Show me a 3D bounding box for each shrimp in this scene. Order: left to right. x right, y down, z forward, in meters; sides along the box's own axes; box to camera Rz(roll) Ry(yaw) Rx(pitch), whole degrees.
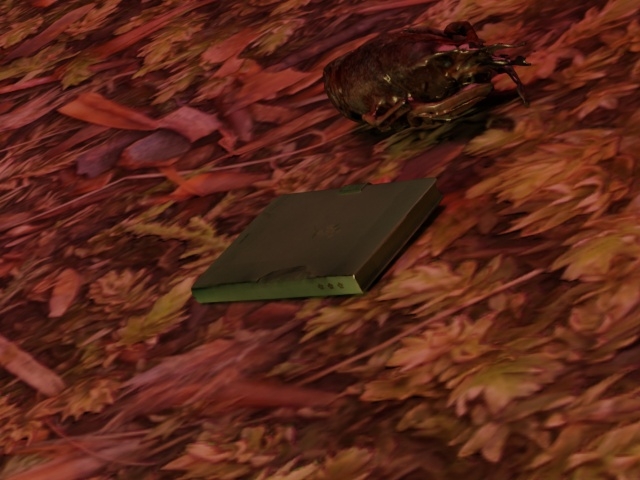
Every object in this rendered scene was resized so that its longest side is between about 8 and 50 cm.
[{"bbox_3d":[0.069,-0.104,1.247,0.190,0.073,0.074,-14,67,51],"label":"shrimp"}]

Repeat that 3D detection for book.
[{"bbox_3d":[0.000,0.000,1.155,0.135,0.017,0.103,-6,32,43],"label":"book"}]
